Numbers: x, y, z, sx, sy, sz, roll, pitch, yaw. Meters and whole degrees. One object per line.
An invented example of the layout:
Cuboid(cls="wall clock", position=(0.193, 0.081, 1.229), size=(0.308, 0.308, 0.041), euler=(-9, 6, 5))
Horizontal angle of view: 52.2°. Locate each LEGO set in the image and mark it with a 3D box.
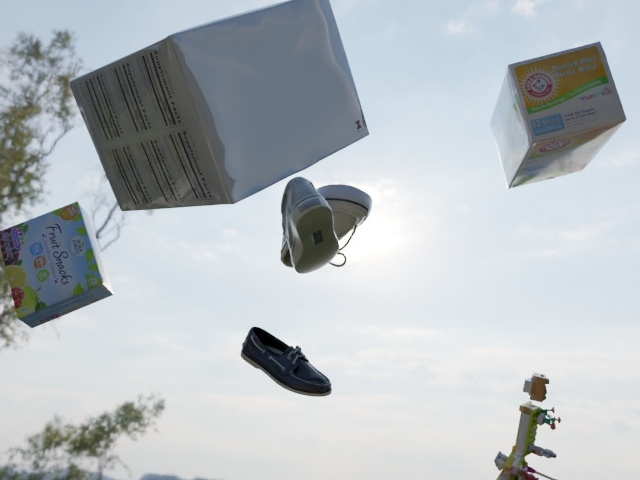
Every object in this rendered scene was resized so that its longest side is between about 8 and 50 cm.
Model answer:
Cuboid(cls="LEGO set", position=(0.393, 0.393, 1.193), size=(0.107, 0.287, 0.132), euler=(14, -26, 41))

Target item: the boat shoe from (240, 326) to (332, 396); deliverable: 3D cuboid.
Cuboid(cls="boat shoe", position=(-0.064, 0.225, 1.220), size=(0.206, 0.065, 0.075), euler=(23, 18, 30))

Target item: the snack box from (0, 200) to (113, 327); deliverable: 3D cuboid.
Cuboid(cls="snack box", position=(-0.535, 0.046, 1.319), size=(0.174, 0.207, 0.070), euler=(-22, -24, -7))

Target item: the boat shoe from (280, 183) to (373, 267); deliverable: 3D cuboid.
Cuboid(cls="boat shoe", position=(-0.008, -0.003, 1.444), size=(0.136, 0.156, 0.367), euler=(22, -22, -20))

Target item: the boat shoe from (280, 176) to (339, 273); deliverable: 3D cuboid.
Cuboid(cls="boat shoe", position=(-0.020, -0.023, 1.026), size=(0.079, 0.081, 0.227), euler=(-21, -26, -10))

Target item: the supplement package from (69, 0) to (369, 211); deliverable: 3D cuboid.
Cuboid(cls="supplement package", position=(-0.102, -0.134, 0.660), size=(0.203, 0.149, 0.194), euler=(0, 25, 47))

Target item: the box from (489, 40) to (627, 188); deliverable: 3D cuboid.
Cuboid(cls="box", position=(0.295, -0.152, 0.842), size=(0.114, 0.103, 0.203), euler=(-13, -12, 5))
